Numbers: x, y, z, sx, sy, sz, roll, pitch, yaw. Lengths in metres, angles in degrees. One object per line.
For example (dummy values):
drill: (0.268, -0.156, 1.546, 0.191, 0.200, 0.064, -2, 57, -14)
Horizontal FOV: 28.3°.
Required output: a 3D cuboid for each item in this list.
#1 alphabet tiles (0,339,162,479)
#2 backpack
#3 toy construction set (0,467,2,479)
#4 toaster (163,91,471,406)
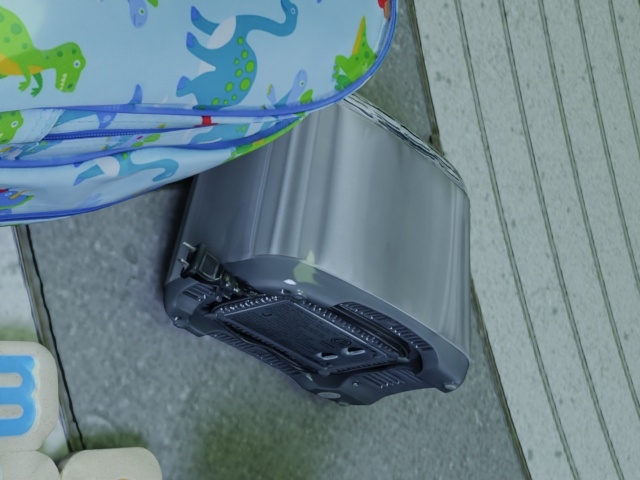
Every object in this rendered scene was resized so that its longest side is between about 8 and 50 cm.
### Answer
alphabet tiles: (-0.184, 0.189, 0.605, 0.278, 0.021, 0.284, 5, 77, -47)
backpack: (-0.135, -0.136, 0.590, 0.355, 0.273, 0.290, 9, 68, -60)
toy construction set: (-0.077, 0.195, 0.592, 0.328, 0.151, 0.215, 21, 91, -36)
toaster: (0.000, 0.000, 0.777, 0.227, 0.129, 0.146, 30, 56, -38)
